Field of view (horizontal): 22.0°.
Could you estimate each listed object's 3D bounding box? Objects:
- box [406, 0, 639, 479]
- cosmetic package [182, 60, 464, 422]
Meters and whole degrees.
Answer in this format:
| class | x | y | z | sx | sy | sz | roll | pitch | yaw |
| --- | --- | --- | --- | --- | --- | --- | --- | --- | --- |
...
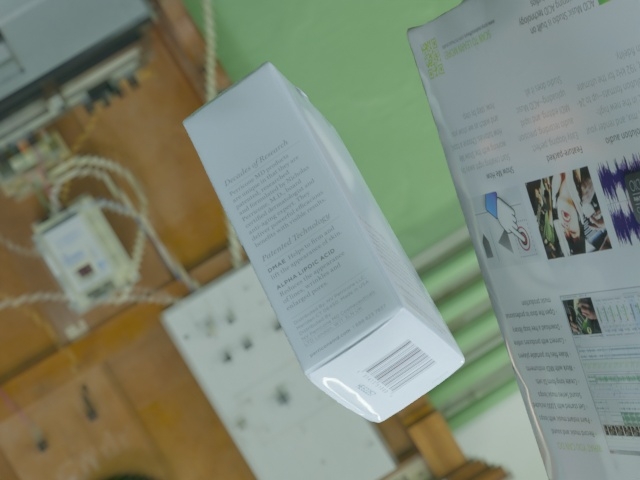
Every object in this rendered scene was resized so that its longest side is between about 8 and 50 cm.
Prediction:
| class | x | y | z | sx | sy | sz | roll | pitch | yaw |
| --- | --- | --- | --- | --- | --- | --- | --- | --- | --- |
| box | 0.151 | 0.024 | 0.763 | 0.058 | 0.322 | 0.232 | -17 | -179 | -19 |
| cosmetic package | 0.000 | 0.000 | 1.140 | 0.085 | 0.231 | 0.117 | -35 | 146 | 9 |
